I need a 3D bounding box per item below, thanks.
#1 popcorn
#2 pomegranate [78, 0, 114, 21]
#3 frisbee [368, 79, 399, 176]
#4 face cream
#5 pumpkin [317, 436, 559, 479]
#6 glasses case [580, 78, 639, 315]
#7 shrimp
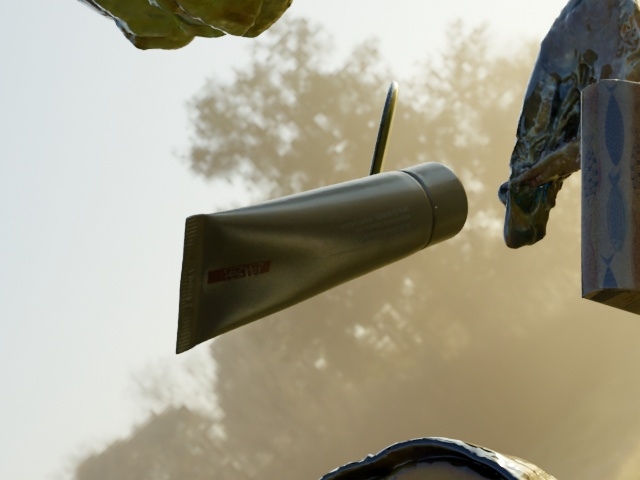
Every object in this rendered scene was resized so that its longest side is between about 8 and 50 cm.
[{"bbox_3d":[-0.143,-0.328,1.550,0.226,0.276,0.276,-4,-29,-30],"label":"popcorn"},{"bbox_3d":[-0.210,-0.404,1.865,0.281,0.281,0.281,-42,-7,-7],"label":"pomegranate"},{"bbox_3d":[0.089,-0.125,2.220,0.236,0.017,0.235,12,-90,-88],"label":"frisbee"},{"bbox_3d":[0.000,0.000,1.389,0.341,0.084,0.137,-18,-53,-41],"label":"face cream"},{"bbox_3d":[0.110,0.290,1.130,0.225,0.303,0.256,44,-113,-50],"label":"pumpkin"},{"bbox_3d":[0.225,-0.033,1.074,0.041,0.065,0.169,-32,47,55],"label":"glasses case"},{"bbox_3d":[0.373,-0.173,2.176,0.110,0.221,0.445,-5,-48,-28],"label":"shrimp"}]
